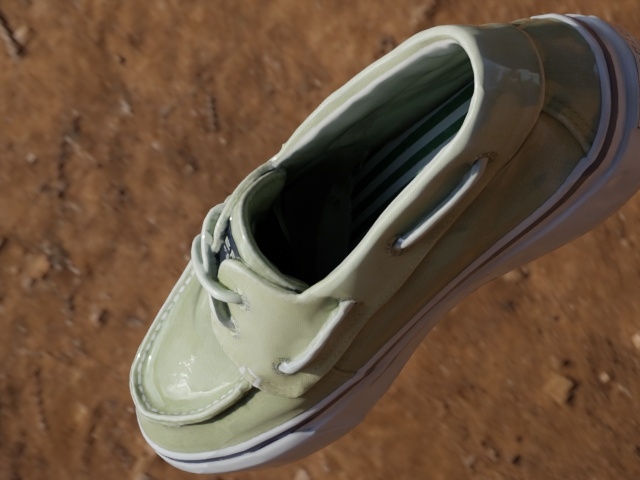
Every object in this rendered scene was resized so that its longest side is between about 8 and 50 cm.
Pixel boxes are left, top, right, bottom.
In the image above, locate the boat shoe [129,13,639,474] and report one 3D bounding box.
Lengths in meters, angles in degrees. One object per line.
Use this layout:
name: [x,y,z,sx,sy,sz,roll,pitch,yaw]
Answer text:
boat shoe: [0.000,0.000,0.732,0.302,0.094,0.109,-41,51,39]
